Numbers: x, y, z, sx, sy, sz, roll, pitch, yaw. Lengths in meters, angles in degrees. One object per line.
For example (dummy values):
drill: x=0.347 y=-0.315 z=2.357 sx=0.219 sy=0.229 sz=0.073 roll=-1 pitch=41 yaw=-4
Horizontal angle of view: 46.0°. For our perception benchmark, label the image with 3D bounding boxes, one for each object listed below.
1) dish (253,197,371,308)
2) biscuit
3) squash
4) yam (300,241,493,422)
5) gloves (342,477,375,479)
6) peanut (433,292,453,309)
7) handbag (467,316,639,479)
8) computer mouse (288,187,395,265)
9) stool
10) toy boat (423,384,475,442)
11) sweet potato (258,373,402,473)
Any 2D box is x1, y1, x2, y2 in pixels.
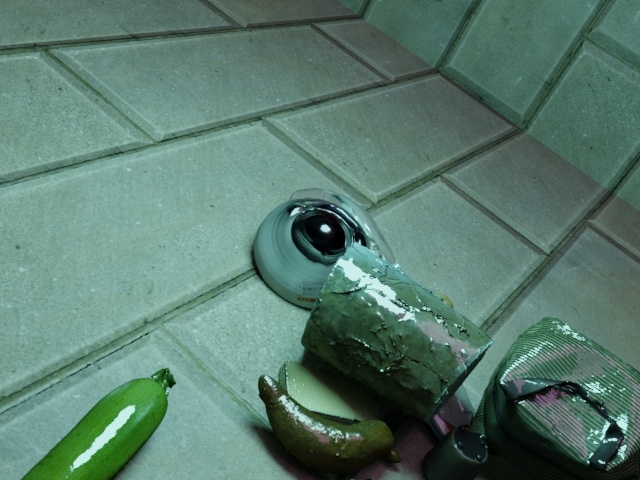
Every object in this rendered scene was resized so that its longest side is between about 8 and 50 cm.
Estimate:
dish: x=0.000 y=0.000 z=1.656 sx=0.273 sy=0.134 sz=0.274 roll=9 pitch=56 yaw=-14
biscuit: x=0.019 y=0.298 z=1.427 sx=0.199 sy=0.041 sz=0.121 roll=17 pitch=30 yaw=-19
squash: x=-0.321 y=0.299 z=1.107 sx=0.101 sy=0.101 sz=0.378 roll=34 pitch=31 yaw=7
yam: x=0.134 y=0.177 z=1.449 sx=0.348 sy=0.241 sz=0.241 roll=33 pitch=31 yaw=20
gloves: x=0.168 y=0.456 z=1.245 sx=0.285 sy=0.142 sz=0.119 roll=25 pitch=60 yaw=-9
peanut: x=0.243 y=0.158 z=1.764 sx=0.174 sy=0.080 sz=0.080 roll=0 pitch=42 yaw=-38
handbag: x=0.458 y=0.337 z=1.419 sx=0.340 sy=0.247 sz=0.240 roll=38 pitch=43 yaw=26
computer mouse: x=0.070 y=-0.013 z=1.836 sx=0.389 sy=0.115 sz=0.199 roll=44 pitch=38 yaw=24
stool: x=0.250 y=0.404 z=1.392 sx=0.096 sy=0.110 sz=0.096 roll=23 pitch=30 yaw=-14
toy boat: x=0.251 y=0.325 z=1.528 sx=0.129 sy=0.088 sz=0.295 roll=4 pitch=48 yaw=-35
sweet potato: x=0.019 y=0.343 z=1.312 sx=0.309 sy=0.098 sz=0.124 roll=24 pitch=35 yaw=-16
